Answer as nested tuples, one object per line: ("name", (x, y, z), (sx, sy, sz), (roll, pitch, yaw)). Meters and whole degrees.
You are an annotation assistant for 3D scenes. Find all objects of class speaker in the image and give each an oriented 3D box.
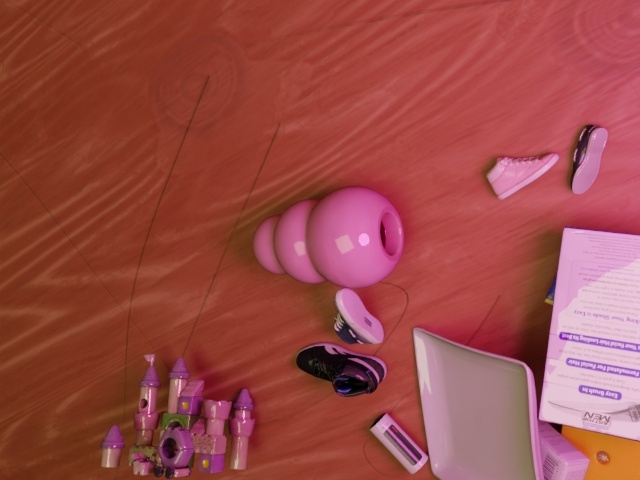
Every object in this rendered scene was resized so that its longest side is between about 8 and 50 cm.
("speaker", (0.173, 0.449, 1.452), (0.136, 0.055, 0.055), (46, 116, 9))

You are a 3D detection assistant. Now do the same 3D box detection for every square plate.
("square plate", (0.313, 0.360, 1.280), (0.344, 0.049, 0.347), (10, 110, 64))

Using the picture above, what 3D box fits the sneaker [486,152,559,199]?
("sneaker", (0.371, -0.139, 1.220), (0.134, 0.051, 0.070), (-35, 92, 31))

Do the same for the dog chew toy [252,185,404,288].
("dog chew toy", (0.000, 0.000, 1.351), (0.332, 0.207, 0.206), (-5, 100, 34))

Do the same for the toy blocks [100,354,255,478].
("toy blocks", (-0.339, 0.404, 1.550), (0.289, 0.309, 0.260), (-3, 76, 27))

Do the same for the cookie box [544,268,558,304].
("cookie box", (0.486, 0.083, 1.228), (0.092, 0.040, 0.107), (24, 111, 18))

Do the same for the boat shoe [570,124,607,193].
("boat shoe", (0.476, -0.147, 1.179), (0.046, 0.038, 0.125), (0, 114, -18))

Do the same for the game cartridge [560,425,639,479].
("game cartridge", (0.590, 0.410, 1.166), (0.324, 0.053, 0.285), (12, 99, 41))

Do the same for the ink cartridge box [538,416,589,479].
("ink cartridge box", (0.386, 0.486, 1.320), (0.261, 0.066, 0.296), (-138, 54, -58))

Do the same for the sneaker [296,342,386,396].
("sneaker", (0.026, 0.286, 1.441), (0.217, 0.121, 0.079), (4, 103, 24))

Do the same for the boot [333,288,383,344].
("boot", (0.056, 0.169, 1.385), (0.086, 0.069, 0.190), (-12, 137, 29))

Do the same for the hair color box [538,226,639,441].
("hair color box", (0.496, 0.156, 1.127), (0.185, 0.110, 0.338), (8, 89, 24))
